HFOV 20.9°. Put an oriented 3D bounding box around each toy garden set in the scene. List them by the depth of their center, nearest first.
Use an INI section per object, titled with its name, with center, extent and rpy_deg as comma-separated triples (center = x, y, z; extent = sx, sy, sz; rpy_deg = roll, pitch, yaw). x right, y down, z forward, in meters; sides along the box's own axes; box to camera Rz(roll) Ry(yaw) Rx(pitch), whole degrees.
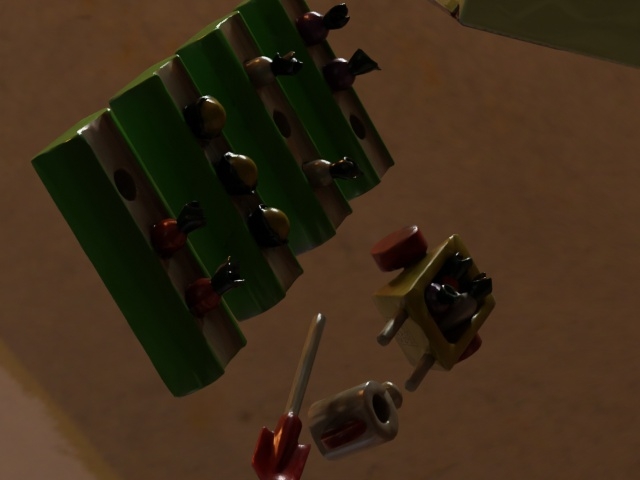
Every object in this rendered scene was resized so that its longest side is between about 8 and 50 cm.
[toy garden set]
center = 0.000, 0.000, 0.753
extent = 0.049, 0.244, 0.204
rpy_deg = -23, -76, 28

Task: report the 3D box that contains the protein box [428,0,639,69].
[protein box]
center = 0.164, -0.180, 0.779
extent = 0.201, 0.136, 0.200
rpy_deg = 12, -74, -15
